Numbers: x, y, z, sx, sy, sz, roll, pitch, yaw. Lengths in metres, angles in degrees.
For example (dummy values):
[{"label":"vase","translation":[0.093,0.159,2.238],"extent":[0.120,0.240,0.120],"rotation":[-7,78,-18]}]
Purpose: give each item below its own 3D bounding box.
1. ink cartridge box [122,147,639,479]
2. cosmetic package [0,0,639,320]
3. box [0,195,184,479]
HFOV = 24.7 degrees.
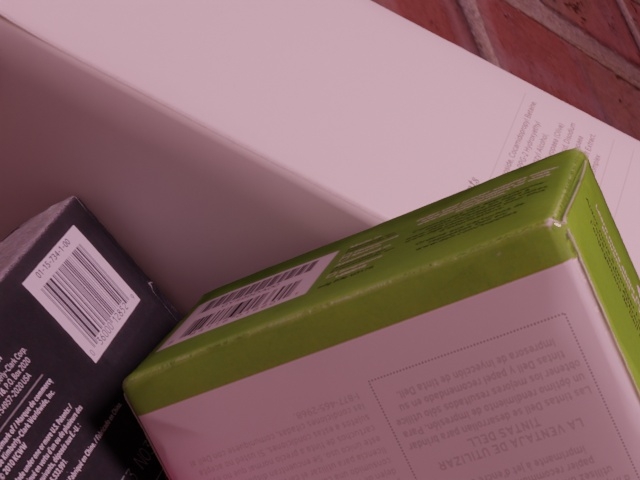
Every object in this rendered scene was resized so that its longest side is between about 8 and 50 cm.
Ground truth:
[{"label":"ink cartridge box","translation":[0.066,0.120,0.594],"extent":[0.255,0.189,0.097],"rotation":[64,22,-11]},{"label":"cosmetic package","translation":[0.000,0.000,0.727],"extent":[0.366,0.197,0.155],"rotation":[30,44,1]},{"label":"box","translation":[-0.142,0.122,0.597],"extent":[0.163,0.142,0.247],"rotation":[49,27,-13]}]
